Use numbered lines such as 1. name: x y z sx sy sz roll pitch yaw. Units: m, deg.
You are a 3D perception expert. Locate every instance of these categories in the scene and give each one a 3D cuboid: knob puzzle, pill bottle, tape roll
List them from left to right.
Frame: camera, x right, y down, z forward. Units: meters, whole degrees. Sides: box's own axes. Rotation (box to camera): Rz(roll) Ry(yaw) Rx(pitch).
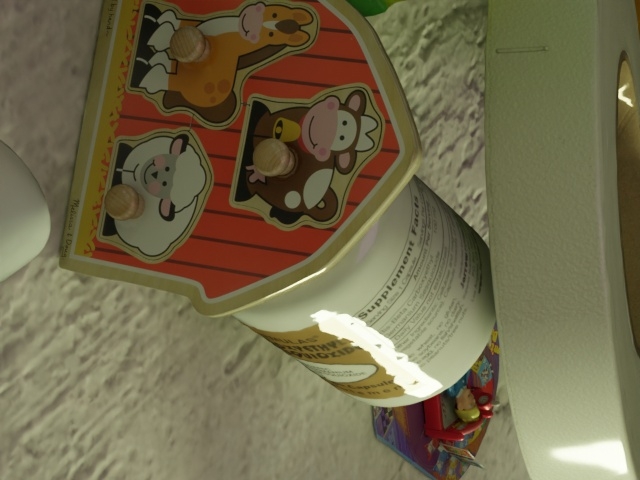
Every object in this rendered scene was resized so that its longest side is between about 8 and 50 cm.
1. knob puzzle: -0.042 -0.056 0.985 0.030 0.213 0.213 19 80 -64
2. pill bottle: 0.000 0.000 1.112 0.229 0.131 0.131 39 64 -51
3. tape roll: 0.176 -0.023 1.297 0.392 0.072 0.392 -3 90 -76

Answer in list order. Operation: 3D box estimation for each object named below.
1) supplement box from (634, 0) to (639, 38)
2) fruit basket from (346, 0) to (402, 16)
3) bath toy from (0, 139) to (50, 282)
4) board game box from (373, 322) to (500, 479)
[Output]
1. supplement box: 0.354 -0.192 1.594 0.194 0.129 0.191 22 77 -54
2. fruit basket: 0.051 -0.306 1.055 0.283 0.392 0.392 39 60 -19
3. bath toy: -0.212 -0.095 0.788 0.129 0.151 0.348 -76 159 -52
4. board game box: 0.097 0.098 1.355 0.169 0.033 0.133 42 61 -50
